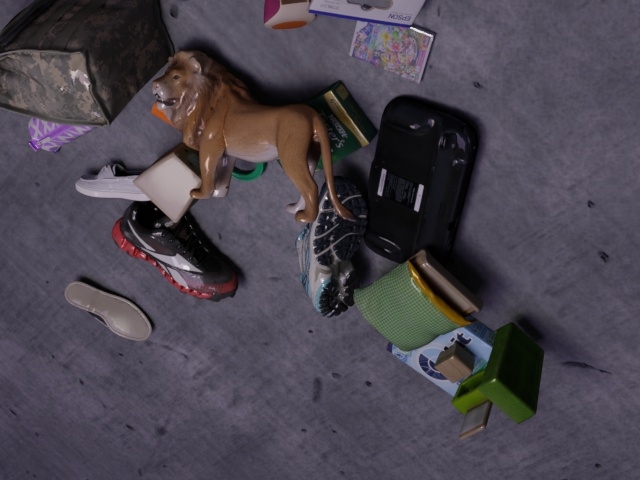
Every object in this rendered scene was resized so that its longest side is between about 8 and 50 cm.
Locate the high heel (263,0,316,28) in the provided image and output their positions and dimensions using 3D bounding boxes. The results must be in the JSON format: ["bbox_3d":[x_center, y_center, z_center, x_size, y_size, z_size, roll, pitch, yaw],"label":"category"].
[{"bbox_3d":[-0.053,-0.387,1.476,0.082,0.244,0.117,-7,88,1],"label":"high heel"}]

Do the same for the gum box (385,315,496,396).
[{"bbox_3d":[0.235,0.196,1.821,0.184,0.041,0.157,34,132,1],"label":"gum box"}]

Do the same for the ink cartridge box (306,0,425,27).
[{"bbox_3d":[0.118,-0.449,1.319,0.176,0.069,0.371,2,138,-27],"label":"ink cartridge box"}]

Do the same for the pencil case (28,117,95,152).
[{"bbox_3d":[-0.460,-0.230,1.855,0.206,0.088,0.086,-22,113,38],"label":"pencil case"}]

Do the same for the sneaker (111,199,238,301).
[{"bbox_3d":[-0.272,0.013,1.925,0.276,0.097,0.135,33,135,5],"label":"sneaker"}]

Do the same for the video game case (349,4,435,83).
[{"bbox_3d":[0.109,-0.301,1.537,0.122,0.011,0.087,24,132,11],"label":"video game case"}]

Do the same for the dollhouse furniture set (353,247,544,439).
[{"bbox_3d":[0.199,0.186,1.685,0.301,0.151,0.197,41,131,-12],"label":"dollhouse furniture set"}]

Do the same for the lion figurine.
[{"bbox_3d":[-0.101,-0.172,1.633,0.392,0.142,0.240,13,98,23],"label":"lion figurine"}]

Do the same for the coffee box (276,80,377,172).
[{"bbox_3d":[-0.007,-0.178,1.673,0.184,0.040,0.113,-24,109,39],"label":"coffee box"}]

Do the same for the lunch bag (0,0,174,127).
[{"bbox_3d":[-0.430,-0.319,1.670,0.287,0.235,0.169,6,132,24],"label":"lunch bag"}]

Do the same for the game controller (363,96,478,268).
[{"bbox_3d":[0.157,-0.083,1.653,0.166,0.067,0.319,31,134,25],"label":"game controller"}]

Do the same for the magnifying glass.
[{"bbox_3d":[-0.199,-0.183,1.791,0.231,0.026,0.092,29,133,4],"label":"magnifying glass"}]

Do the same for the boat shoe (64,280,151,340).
[{"bbox_3d":[-0.455,0.150,2.172,0.206,0.075,0.065,29,176,0],"label":"boat shoe"}]

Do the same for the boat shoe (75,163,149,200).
[{"bbox_3d":[-0.391,-0.117,1.922,0.184,0.066,0.063,9,113,26],"label":"boat shoe"}]

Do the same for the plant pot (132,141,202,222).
[{"bbox_3d":[-0.254,-0.118,1.820,0.109,0.109,0.096,44,119,-7],"label":"plant pot"}]

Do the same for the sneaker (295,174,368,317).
[{"bbox_3d":[0.000,0.000,1.754,0.122,0.110,0.283,44,140,40],"label":"sneaker"}]
